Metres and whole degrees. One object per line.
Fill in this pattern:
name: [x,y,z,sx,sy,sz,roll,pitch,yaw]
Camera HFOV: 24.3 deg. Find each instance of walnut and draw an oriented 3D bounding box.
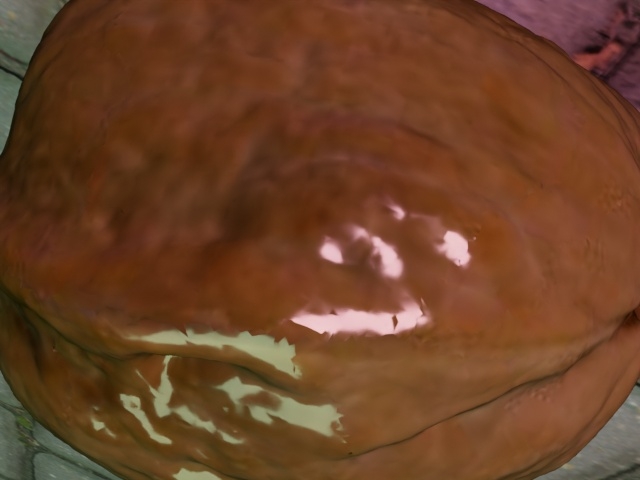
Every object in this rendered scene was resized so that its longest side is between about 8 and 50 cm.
walnut: [0.000,0.000,0.601,0.283,0.283,0.227,15,115,24]
